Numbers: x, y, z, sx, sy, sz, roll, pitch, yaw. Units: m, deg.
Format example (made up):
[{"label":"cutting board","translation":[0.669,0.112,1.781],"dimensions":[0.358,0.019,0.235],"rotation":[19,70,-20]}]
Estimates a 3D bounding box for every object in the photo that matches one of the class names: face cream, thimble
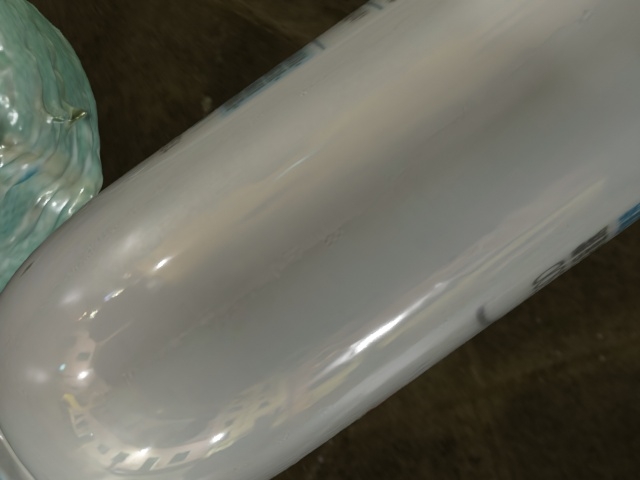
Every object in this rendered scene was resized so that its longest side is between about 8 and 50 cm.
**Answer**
[{"label":"face cream","translation":[0.000,0.000,0.406],"dimensions":[0.336,0.163,0.080],"rotation":[-36,90,1]},{"label":"thimble","translation":[-0.222,-0.051,0.817],"dimensions":[0.235,0.143,0.198],"rotation":[-1,79,18]}]
